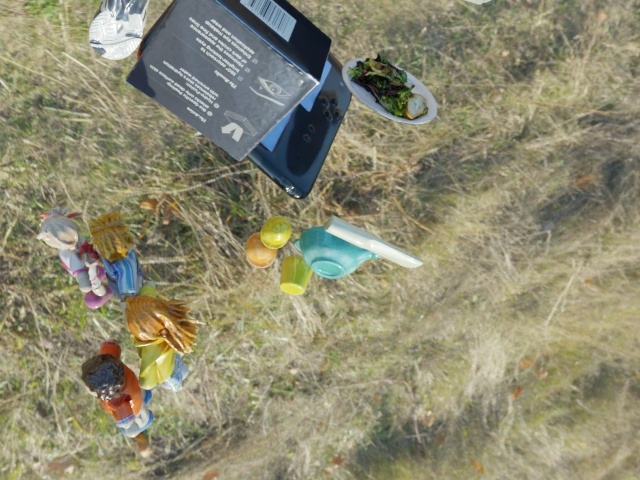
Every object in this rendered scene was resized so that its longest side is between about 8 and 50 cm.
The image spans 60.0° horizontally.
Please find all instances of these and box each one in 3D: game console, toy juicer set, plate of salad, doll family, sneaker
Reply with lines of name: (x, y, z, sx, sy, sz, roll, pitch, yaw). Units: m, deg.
game console: (-0.107, -0.311, 1.027, 0.386, 0.060, 0.342, 40, 50, -27)
toy juicer set: (0.000, 0.000, 1.026, 0.209, 0.328, 0.090, 38, 52, -35)
plate of salad: (0.136, -0.295, 1.051, 0.199, 0.200, 0.048, -10, 146, -32)
doll family: (-0.193, 0.057, 0.561, 0.118, 0.263, 0.163, -23, 152, -17)
sneaker: (-0.363, -0.465, 1.040, 0.094, 0.153, 0.235, 14, 142, -19)

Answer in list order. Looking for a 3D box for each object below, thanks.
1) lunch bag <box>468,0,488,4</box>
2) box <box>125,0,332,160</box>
lunch bag: (0.184, -0.487, 0.726, 0.168, 0.235, 0.287, -29, 80, -15)
box: (-0.099, -0.197, 0.608, 0.156, 0.158, 0.093, 34, 45, -23)
